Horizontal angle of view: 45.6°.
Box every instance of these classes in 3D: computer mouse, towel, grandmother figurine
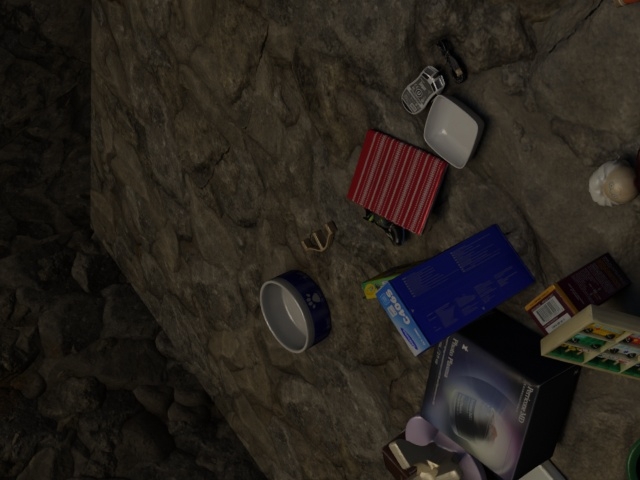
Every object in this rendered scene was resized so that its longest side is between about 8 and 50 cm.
[{"bbox_3d":[0.254,-0.364,1.744,0.106,0.042,0.193,56,141,7],"label":"computer mouse"},{"bbox_3d":[0.189,-0.152,1.928,0.274,0.031,0.199,31,111,40],"label":"towel"},{"bbox_3d":[0.625,-0.114,1.326,0.342,0.104,0.208,-5,98,53],"label":"grandmother figurine"}]

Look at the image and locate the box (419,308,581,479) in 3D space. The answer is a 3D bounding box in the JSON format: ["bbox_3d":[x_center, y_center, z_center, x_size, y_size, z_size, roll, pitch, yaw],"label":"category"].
[{"bbox_3d":[0.419,0.356,1.814,0.294,0.182,0.297,31,126,40],"label":"box"}]

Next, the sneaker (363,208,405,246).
[{"bbox_3d":[0.158,-0.057,2.040,0.188,0.078,0.067,55,146,15],"label":"sneaker"}]

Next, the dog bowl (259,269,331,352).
[{"bbox_3d":[-0.086,0.237,2.554,0.265,0.104,0.265,33,136,39],"label":"dog bowl"}]

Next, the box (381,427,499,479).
[{"bbox_3d":[0.359,0.676,2.083,0.381,0.191,0.143,46,160,34],"label":"box"}]

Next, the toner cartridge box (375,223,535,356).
[{"bbox_3d":[0.303,0.104,1.690,0.165,0.347,0.075,57,148,13],"label":"toner cartridge box"}]

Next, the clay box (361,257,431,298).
[{"bbox_3d":[0.206,0.103,2.031,0.222,0.127,0.053,-17,96,57],"label":"clay box"}]

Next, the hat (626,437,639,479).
[{"bbox_3d":[0.721,0.453,1.622,0.208,0.183,0.173,-32,90,15],"label":"hat"}]

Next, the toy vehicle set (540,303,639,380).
[{"bbox_3d":[0.586,0.204,1.469,0.166,0.266,0.035,122,159,-53],"label":"toy vehicle set"}]

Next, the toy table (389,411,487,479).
[{"bbox_3d":[0.287,0.582,1.906,0.274,0.161,0.252,48,128,11],"label":"toy table"}]

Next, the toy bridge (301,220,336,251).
[{"bbox_3d":[0.000,0.000,2.350,0.063,0.026,0.188,61,147,5],"label":"toy bridge"}]

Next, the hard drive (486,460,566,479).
[{"bbox_3d":[0.498,0.573,2.000,0.307,0.040,0.203,50,144,24],"label":"hard drive"}]

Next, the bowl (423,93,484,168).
[{"bbox_3d":[0.308,-0.252,1.726,0.142,0.053,0.142,45,142,28],"label":"bowl"}]

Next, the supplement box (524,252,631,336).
[{"bbox_3d":[0.518,0.110,1.534,0.081,0.188,0.104,56,146,16],"label":"supplement box"}]

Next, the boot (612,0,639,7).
[{"bbox_3d":[0.523,-0.479,1.276,0.084,0.059,0.158,2,121,51],"label":"boot"}]
